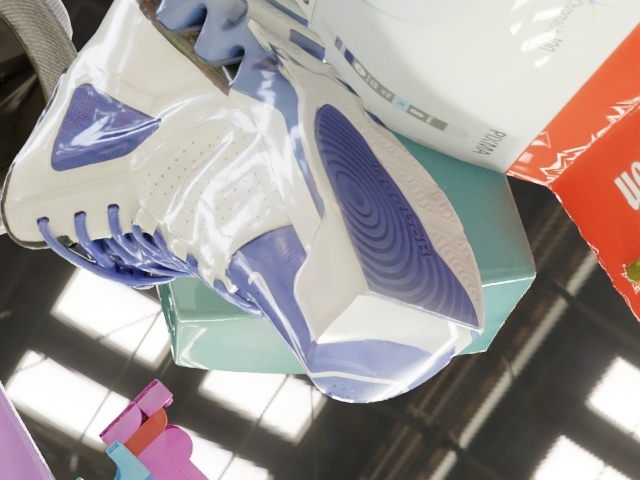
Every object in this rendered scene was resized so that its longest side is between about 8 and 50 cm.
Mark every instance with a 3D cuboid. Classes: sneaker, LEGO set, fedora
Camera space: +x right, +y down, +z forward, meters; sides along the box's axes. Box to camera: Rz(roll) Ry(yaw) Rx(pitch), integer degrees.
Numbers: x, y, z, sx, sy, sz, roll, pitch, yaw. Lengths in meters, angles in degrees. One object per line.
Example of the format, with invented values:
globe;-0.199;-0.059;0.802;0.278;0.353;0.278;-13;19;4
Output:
sneaker;-0.057;-0.018;0.700;0.182;0.315;0.127;-46;-41;18
LEGO set;-0.134;0.192;0.746;0.227;0.087;0.093;-45;-81;-11
fedora;-0.277;-0.128;1.001;0.275;0.124;0.243;-22;-66;23

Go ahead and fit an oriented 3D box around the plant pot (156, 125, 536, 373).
plant pot;0.000;0.000;0.963;0.234;0.165;0.165;-10;-112;-11

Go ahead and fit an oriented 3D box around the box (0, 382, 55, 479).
box;-0.127;0.139;0.296;0.201;0.057;0.293;-30;-111;-13

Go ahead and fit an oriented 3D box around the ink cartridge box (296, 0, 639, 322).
ink cartridge box;0.104;-0.098;0.762;0.091;0.308;0.385;-32;-98;-13
